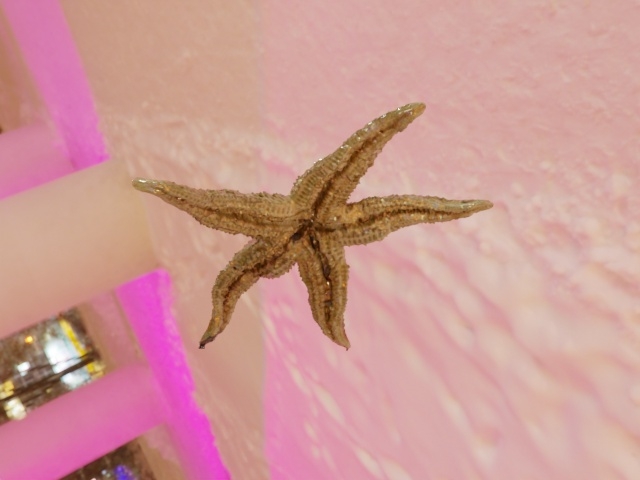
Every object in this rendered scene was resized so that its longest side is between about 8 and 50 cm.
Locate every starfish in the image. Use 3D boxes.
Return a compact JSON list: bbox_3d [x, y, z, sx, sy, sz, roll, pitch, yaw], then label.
[{"bbox_3d":[0.001,-0.002,0.771,0.078,0.357,0.347,-102,6,-49],"label":"starfish"}]
